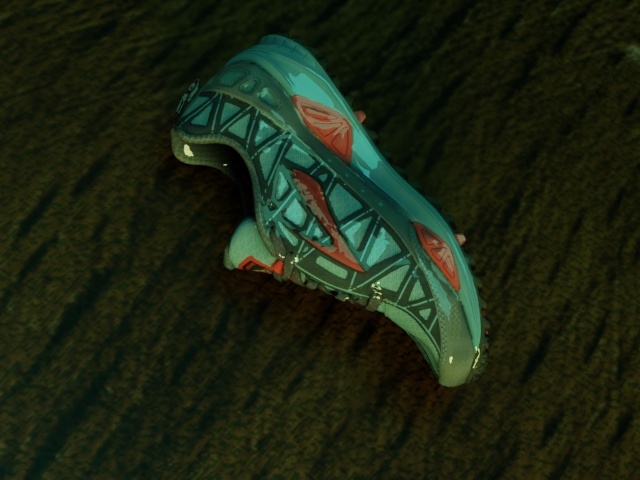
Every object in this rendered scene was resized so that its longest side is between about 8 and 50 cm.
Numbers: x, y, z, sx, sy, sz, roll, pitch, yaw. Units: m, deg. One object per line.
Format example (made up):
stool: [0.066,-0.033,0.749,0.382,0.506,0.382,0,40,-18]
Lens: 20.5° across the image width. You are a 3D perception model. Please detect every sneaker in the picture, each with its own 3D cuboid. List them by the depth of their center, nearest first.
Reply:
sneaker: [0.000,0.000,1.118,0.125,0.104,0.262,-33,73,-16]
